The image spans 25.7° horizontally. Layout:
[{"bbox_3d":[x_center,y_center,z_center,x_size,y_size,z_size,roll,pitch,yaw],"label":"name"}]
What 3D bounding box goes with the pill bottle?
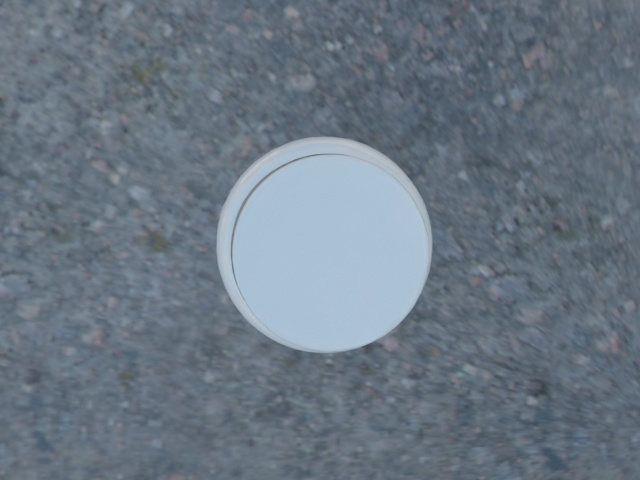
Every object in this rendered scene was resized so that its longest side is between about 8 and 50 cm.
[{"bbox_3d":[0.000,0.000,0.523,0.078,0.137,0.078,0,93,-3],"label":"pill bottle"}]
